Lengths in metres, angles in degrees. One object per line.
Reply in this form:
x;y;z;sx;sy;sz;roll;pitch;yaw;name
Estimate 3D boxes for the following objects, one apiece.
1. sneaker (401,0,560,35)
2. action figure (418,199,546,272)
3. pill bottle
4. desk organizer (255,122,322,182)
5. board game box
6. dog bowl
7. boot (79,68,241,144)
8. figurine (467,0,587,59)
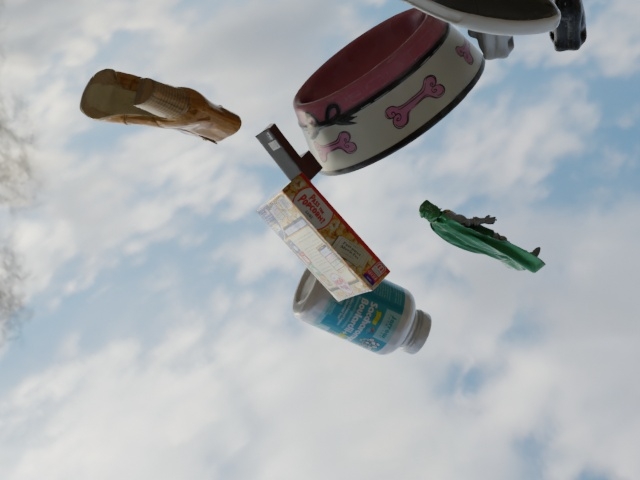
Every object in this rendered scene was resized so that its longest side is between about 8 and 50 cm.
0.144;-0.334;1.013;0.295;0.147;0.105;23;-144;4;sneaker
0.278;-0.012;1.645;0.064;0.232;0.137;-69;-166;-15;action figure
0.088;0.137;1.828;0.146;0.264;0.146;-56;-162;29;pill bottle
-0.058;-0.167;1.744;0.047;0.130;0.050;-23;-160;49;desk organizer
0.000;0.000;1.363;0.045;0.193;0.146;-44;-174;-21;board game box
0.119;-0.313;1.845;0.407;0.150;0.408;-31;-159;14;dog bowl
-0.301;-0.238;1.717;0.295;0.211;0.104;10;-98;47;boot
0.361;-0.427;1.621;0.214;0.209;0.092;-5;-121;12;figurine
